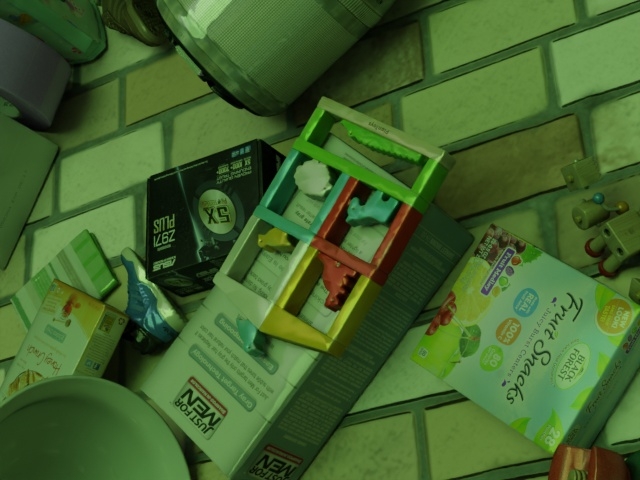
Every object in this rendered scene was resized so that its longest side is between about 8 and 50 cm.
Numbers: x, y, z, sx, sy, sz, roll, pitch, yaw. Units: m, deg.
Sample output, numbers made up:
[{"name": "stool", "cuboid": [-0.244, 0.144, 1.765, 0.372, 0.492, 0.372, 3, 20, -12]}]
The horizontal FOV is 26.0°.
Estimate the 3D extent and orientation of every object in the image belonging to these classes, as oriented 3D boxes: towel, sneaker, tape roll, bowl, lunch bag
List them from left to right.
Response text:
[{"name": "tape roll", "cuboid": [-0.497, -0.252, 1.965, 0.275, 0.275, 0.090, 11, 75, 37]}, {"name": "lunch bag", "cuboid": [-0.457, -0.357, 2.017, 0.262, 0.223, 0.160, 25, 84, 38]}, {"name": "bowl", "cuboid": [-0.305, 0.311, 1.608, 0.134, 0.298, 0.298, -18, 57, 55]}, {"name": "towel", "cuboid": [-0.346, 0.071, 1.884, 0.152, 0.023, 0.113, -41, 54, 10]}, {"name": "sneaker", "cuboid": [-0.272, -0.320, 1.990, 0.071, 0.066, 0.188, -54, 43, 24]}, {"name": "sneaker", "cuboid": [-0.238, 0.081, 1.777, 0.084, 0.058, 0.152, -40, 59, 2]}]

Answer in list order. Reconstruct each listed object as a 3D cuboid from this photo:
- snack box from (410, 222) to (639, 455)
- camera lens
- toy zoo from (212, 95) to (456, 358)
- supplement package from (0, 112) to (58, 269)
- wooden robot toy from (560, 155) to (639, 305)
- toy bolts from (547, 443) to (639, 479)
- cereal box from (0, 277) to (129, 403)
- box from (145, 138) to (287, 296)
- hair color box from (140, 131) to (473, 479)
[{"name": "snack box", "cuboid": [0.222, 0.105, 1.442, 0.207, 0.070, 0.174, 32, 92, 38]}, {"name": "camera lens", "cuboid": [-0.049, -0.307, 1.719, 0.274, 0.219, 0.219, -43, 52, 11]}, {"name": "toy zoo", "cuboid": [0.000, 0.000, 1.523, 0.192, 0.030, 0.293, 28, 86, 38]}, {"name": "supplement package", "cuboid": [-0.562, -0.108, 1.994, 0.263, 0.198, 0.199, 16, 80, 38]}, {"name": "wooden robot toy", "cuboid": [0.321, -0.014, 1.443, 0.079, 0.076, 0.173, -26, 76, -23]}, {"name": "toy bolts", "cuboid": [0.283, 0.305, 1.305, 0.218, 0.158, 0.228, 175, 108, -77]}, {"name": "cereal box", "cuboid": [-0.344, 0.178, 1.763, 0.173, 0.047, 0.240, 17, 80, 55]}, {"name": "box", "cuboid": [-0.126, -0.026, 1.737, 0.180, 0.077, 0.147, -16, 62, 28]}, {"name": "hair color box", "cuboid": [-0.018, 0.085, 1.590, 0.185, 0.113, 0.374, 38, 92, 39]}]
